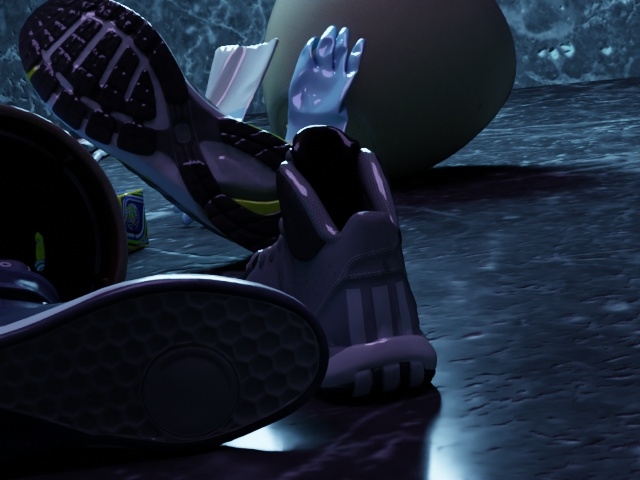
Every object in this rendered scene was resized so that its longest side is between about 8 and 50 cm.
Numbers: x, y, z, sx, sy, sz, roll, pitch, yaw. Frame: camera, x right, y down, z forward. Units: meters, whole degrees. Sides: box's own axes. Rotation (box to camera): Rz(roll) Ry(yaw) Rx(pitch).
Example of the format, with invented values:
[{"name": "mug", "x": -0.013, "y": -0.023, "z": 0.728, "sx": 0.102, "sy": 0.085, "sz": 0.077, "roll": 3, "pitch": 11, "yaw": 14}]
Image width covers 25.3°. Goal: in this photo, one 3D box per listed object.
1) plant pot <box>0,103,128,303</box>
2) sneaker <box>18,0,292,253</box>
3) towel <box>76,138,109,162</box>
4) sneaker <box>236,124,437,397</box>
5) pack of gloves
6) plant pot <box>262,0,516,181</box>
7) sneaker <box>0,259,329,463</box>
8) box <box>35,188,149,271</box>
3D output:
[{"name": "plant pot", "x": -0.212, "y": 0.006, "z": 0.870, "sx": 0.167, "sy": 0.167, "sz": 0.165, "roll": -9, "pitch": 2, "yaw": -16}, {"name": "sneaker", "x": -0.128, "y": -0.084, "z": 1.180, "sx": 0.111, "sy": 0.300, "sz": 0.121, "roll": -47, "pitch": -3, "yaw": -12}, {"name": "towel", "x": -0.336, "y": -0.023, "z": 1.258, "sx": 0.329, "sy": 0.037, "sz": 0.237, "roll": -21, "pitch": 9, "yaw": 3}, {"name": "sneaker", "x": 0.000, "y": 0.000, "z": 0.792, "sx": 0.086, "sy": 0.132, "sz": 0.229, "roll": -10, "pitch": 10, "yaw": -20}, {"name": "pack of gloves", "x": -0.059, "y": -0.122, "z": 1.410, "sx": 0.195, "sy": 0.232, "sz": 0.046, "roll": -8, "pitch": -34, "yaw": 32}, {"name": "plant pot", "x": 0.046, "y": -0.169, "z": 1.557, "sx": 0.284, "sy": 0.284, "sz": 0.191, "roll": 1, "pitch": 43, "yaw": 39}, {"name": "sneaker", "x": -0.113, "y": 0.050, "z": 0.710, "sx": 0.226, "sy": 0.086, "sz": 0.163, "roll": -8, "pitch": 12, "yaw": -3}, {"name": "box", "x": -0.216, "y": -0.005, "z": 1.243, "sx": 0.059, "sy": 0.054, "sz": 0.169, "roll": -3, "pitch": 10, "yaw": 22}]
